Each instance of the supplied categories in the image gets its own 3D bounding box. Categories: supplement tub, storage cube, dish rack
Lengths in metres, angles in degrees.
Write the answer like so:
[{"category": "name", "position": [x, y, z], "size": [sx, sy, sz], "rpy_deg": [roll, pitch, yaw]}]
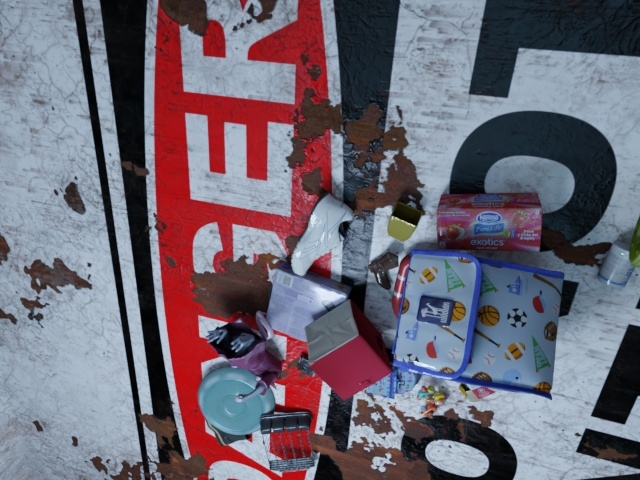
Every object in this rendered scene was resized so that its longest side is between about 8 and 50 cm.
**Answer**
[{"category": "supplement tub", "position": [0.775, 0.063, 1.211], "size": [0.070, 0.071, 0.107], "rpy_deg": [16, 119, 12]}, {"category": "storage cube", "position": [0.081, 0.341, 1.461], "size": [0.215, 0.184, 0.193], "rpy_deg": [-33, 117, 12]}, {"category": "dish rack", "position": [-0.123, 0.801, 1.834], "size": [0.208, 0.074, 0.272], "rpy_deg": [-6, 117, 3]}]

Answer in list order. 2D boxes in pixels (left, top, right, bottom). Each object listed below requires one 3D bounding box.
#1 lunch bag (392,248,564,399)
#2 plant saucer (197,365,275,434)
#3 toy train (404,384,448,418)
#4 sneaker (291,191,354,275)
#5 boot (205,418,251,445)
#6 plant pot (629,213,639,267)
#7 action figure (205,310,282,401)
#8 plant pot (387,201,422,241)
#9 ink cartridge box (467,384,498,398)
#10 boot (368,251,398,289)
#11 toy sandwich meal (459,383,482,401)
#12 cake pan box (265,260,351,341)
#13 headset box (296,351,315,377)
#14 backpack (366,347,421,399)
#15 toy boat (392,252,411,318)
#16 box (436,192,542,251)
[{"category": "lunch bag", "position": [0.397, 0.209, 1.216], "size": [0.385, 0.239, 0.328], "rpy_deg": [12, 79, 4]}, {"category": "plant saucer", "position": [-0.337, 0.643, 1.839], "size": [0.317, 0.044, 0.318], "rpy_deg": [2, 107, 6]}, {"category": "toy train", "position": [0.359, 0.546, 1.557], "size": [0.125, 0.046, 0.166], "rpy_deg": [-37, 127, 16]}, {"category": "sneaker", "position": [0.000, 0.000, 1.436], "size": [0.129, 0.111, 0.297], "rpy_deg": [27, 120, 0]}, {"category": "boot", "position": [-0.384, 0.758, 1.941], "size": [0.136, 0.077, 0.198], "rpy_deg": [-17, 113, 15]}, {"category": "plant pot", "position": [0.901, -0.004, 1.004], "size": [0.352, 0.366, 0.367], "rpy_deg": [19, 119, 23]}, {"category": "action figure", "position": [-0.230, 0.408, 1.668], "size": [0.275, 0.248, 0.370], "rpy_deg": [-39, 131, -1]}, {"category": "plant pot", "position": [0.236, -0.046, 1.347], "size": [0.081, 0.081, 0.083], "rpy_deg": [24, 130, 8]}, {"category": "ink cartridge box", "position": [0.481, 0.356, 1.414], "size": [0.128, 0.127, 0.176], "rpy_deg": [-36, 97, 29]}, {"category": "boot", "position": [0.210, 0.092, 1.422], "size": [0.106, 0.037, 0.114], "rpy_deg": [49, 138, -4]}, {"category": "toy sandwich meal", "position": [0.494, 0.490, 1.526], "size": [0.085, 0.029, 0.086], "rpy_deg": [7, 115, 16]}, {"category": "cake pan box", "position": [-0.052, 0.222, 1.575], "size": [0.266, 0.070, 0.246], "rpy_deg": [18, 116, 10]}, {"category": "headset box", "position": [-0.041, 0.453, 1.695], "size": [0.083, 0.032, 0.062], "rpy_deg": [24, 119, 10]}, {"category": "backpack", "position": [0.244, 0.443, 1.544], "size": [0.173, 0.117, 0.158], "rpy_deg": [11, 116, 12]}, {"category": "toy boat", "position": [0.289, 0.160, 1.378], "size": [0.150, 0.151, 0.231], "rpy_deg": [14, 117, 13]}, {"category": "box", "position": [0.444, -0.051, 1.242], "size": [0.256, 0.128, 0.123], "rpy_deg": [1, 114, 19]}]
